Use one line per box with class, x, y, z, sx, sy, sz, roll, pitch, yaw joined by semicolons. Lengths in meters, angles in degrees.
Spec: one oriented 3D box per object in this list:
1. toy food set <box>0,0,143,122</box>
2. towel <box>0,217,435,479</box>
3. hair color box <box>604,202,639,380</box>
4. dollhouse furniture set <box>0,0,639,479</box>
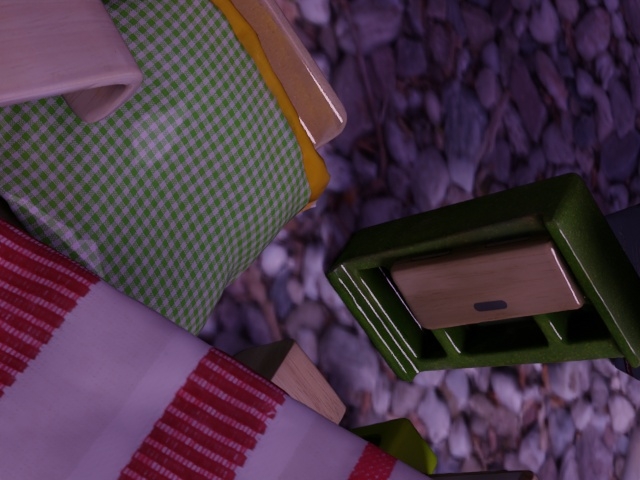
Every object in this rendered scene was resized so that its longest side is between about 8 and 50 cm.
toy food set;-0.201;-0.112;0.389;0.220;0.092;0.306;61;27;0
towel;-0.086;0.103;0.393;0.329;0.037;0.237;30;41;5
hair color box;0.271;0.017;0.709;0.374;0.185;0.114;19;61;-84
dollhouse furniture set;0.000;0.000;0.581;0.301;0.151;0.197;54;48;-24
